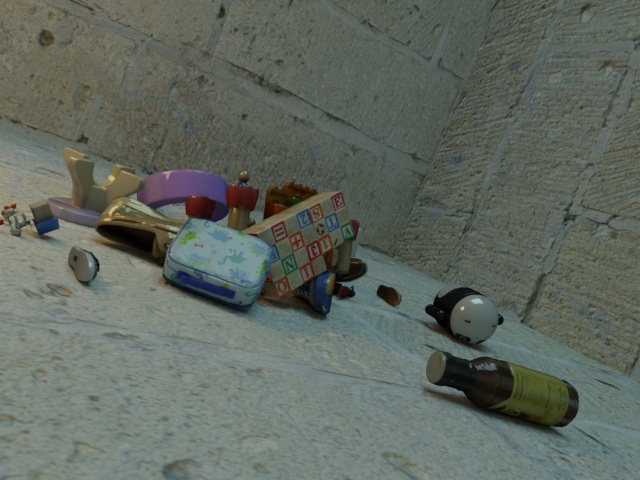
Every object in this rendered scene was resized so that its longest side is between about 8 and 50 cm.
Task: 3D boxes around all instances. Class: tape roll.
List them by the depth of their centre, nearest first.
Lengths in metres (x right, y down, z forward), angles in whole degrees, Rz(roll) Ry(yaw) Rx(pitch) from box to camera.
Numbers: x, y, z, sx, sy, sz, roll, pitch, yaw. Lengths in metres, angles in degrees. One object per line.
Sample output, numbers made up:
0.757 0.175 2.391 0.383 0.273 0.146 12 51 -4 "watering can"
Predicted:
-0.421 -0.123 1.831 0.274 0.090 0.275 -5 -16 -1 "tape roll"

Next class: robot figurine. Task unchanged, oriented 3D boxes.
0.486 0.248 2.024 0.174 0.209 0.278 58 -5 -14 "robot figurine"

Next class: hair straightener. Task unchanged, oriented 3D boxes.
0.059 0.151 1.943 0.089 0.047 0.230 23 5 19 "hair straightener"

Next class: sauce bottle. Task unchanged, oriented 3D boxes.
0.384 0.310 1.267 0.344 0.111 0.111 20 5 -17 "sauce bottle"

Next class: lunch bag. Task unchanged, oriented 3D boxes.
-0.223 0.051 1.303 0.219 0.090 0.176 20 38 -3 "lunch bag"

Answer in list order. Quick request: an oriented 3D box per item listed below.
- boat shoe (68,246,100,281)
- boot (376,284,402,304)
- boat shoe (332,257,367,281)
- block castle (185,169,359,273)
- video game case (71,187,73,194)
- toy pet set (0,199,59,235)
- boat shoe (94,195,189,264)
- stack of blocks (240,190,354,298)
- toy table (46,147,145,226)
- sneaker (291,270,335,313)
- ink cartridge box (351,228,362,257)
-0.427 0.042 1.092 0.040 0.049 0.142 18 4 -36 "boat shoe"
0.276 0.208 2.203 0.084 0.059 0.158 25 3 -18 "boot"
0.042 0.102 1.938 0.223 0.080 0.073 -7 0 28 "boat shoe"
-0.134 -0.041 1.710 0.453 0.213 0.303 16 -15 -39 "block castle"
-0.646 -0.111 1.919 0.227 0.026 0.206 24 5 13 "video game case"
-0.610 -0.037 1.233 0.114 0.065 0.122 -23 26 -28 "toy pet set"
-0.365 0.012 1.424 0.341 0.122 0.110 21 41 -1 "boat shoe"
-0.049 0.005 1.511 0.297 0.171 0.087 -30 20 -38 "stack of blocks"
-0.600 -0.134 1.597 0.252 0.161 0.274 21 6 2 "toy table"
-0.035 0.126 1.600 0.131 0.112 0.296 13 -3 -6 "sneaker"
0.000 0.000 2.167 0.117 0.207 0.283 -1 25 -39 "ink cartridge box"
